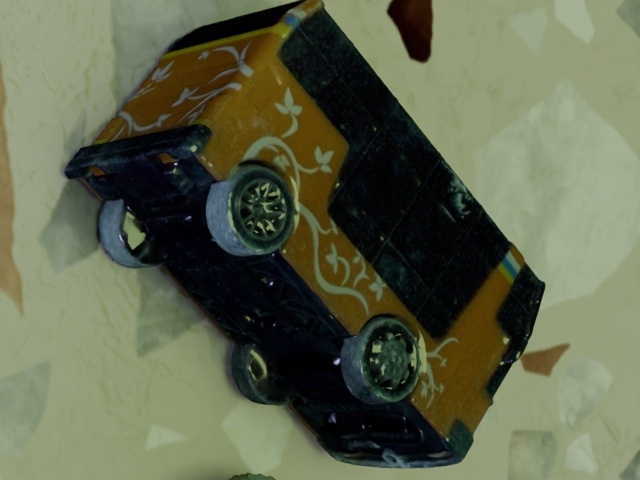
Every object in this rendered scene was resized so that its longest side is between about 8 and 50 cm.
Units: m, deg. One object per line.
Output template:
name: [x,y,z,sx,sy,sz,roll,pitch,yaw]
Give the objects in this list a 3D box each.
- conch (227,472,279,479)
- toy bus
conch: [-0.057,0.240,1.370,0.135,0.102,0.153,61,21,-7]
toy bus: [0.000,0.000,1.391,0.323,0.162,0.194,49,57,-26]
